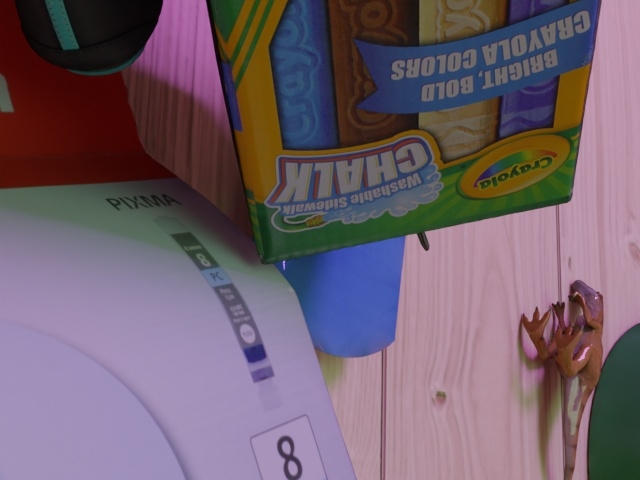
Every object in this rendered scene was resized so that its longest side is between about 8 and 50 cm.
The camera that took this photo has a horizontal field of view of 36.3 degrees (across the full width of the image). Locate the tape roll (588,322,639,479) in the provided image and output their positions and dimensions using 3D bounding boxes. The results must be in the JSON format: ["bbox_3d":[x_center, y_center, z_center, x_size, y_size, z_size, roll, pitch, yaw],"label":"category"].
[{"bbox_3d":[0.389,0.237,0.996,0.321,0.077,0.321,12,73,-45],"label":"tape roll"}]

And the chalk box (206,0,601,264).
[{"bbox_3d":[0.029,-0.116,0.522,0.289,0.179,0.180,85,-8,-46],"label":"chalk box"}]

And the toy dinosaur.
[{"bbox_3d":[0.229,0.117,0.866,0.112,0.064,0.211,41,55,-34],"label":"toy dinosaur"}]

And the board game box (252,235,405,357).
[{"bbox_3d":[0.000,0.000,0.681,0.133,0.033,0.168,27,58,-34],"label":"board game box"}]

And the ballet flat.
[{"bbox_3d":[-0.121,-0.221,0.507,0.096,0.095,0.280,71,9,-65],"label":"ballet flat"}]

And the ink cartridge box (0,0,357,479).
[{"bbox_3d":[-0.141,0.007,0.434,0.308,0.091,0.384,-10,81,-55],"label":"ink cartridge box"}]
